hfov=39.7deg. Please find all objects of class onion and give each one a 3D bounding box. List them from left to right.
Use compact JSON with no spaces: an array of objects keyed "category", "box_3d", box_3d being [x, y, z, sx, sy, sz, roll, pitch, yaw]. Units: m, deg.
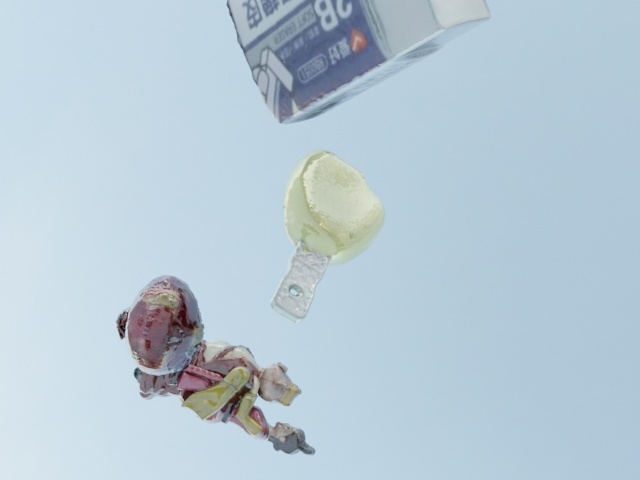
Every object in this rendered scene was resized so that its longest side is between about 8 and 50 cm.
[{"category":"onion","box_3d":[-0.170,0.091,0.943,0.097,0.107,0.107,2,-85,1]}]

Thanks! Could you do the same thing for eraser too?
[{"category":"eraser","box_3d":[0.019,-0.175,0.653,0.210,0.068,0.125,-19,-89,56]}]

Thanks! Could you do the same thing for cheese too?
[{"category":"cheese","box_3d":[0.000,0.000,0.989,0.127,0.255,0.050,31,-49,-9]}]

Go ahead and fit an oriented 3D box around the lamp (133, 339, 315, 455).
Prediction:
[{"category":"lamp","box_3d":[-0.111,0.192,1.146,0.253,0.118,0.118,20,-74,2]}]
